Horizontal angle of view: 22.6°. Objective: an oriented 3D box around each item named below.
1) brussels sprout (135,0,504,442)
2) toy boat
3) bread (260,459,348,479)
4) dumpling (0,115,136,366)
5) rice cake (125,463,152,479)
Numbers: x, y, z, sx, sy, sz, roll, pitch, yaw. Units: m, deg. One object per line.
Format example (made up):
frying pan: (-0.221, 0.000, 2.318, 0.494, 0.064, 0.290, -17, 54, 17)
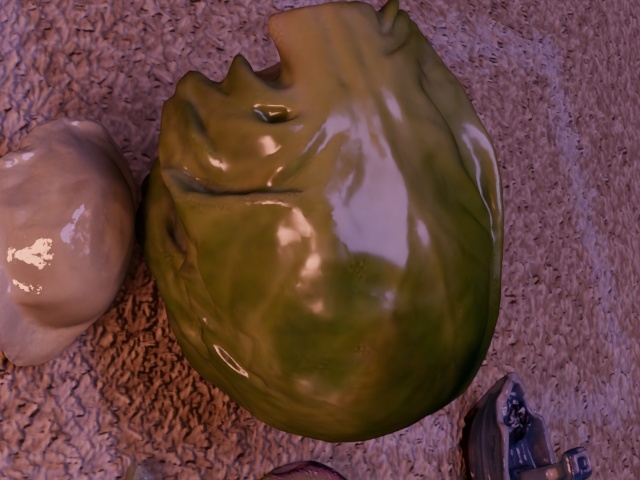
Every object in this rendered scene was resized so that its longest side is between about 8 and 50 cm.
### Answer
brussels sprout: (0.016, 0.011, 1.539, 0.342, 0.425, 0.361, -27, 73, -12)
toy boat: (0.264, 0.309, 1.918, 0.129, 0.142, 0.309, -3, 75, -51)
bread: (0.002, 0.343, 1.694, 0.228, 0.033, 0.228, 25, 54, -40)
dumpling: (-0.253, -0.008, 1.495, 0.162, 0.132, 0.250, 35, 65, -45)
rice cake: (-0.190, 0.267, 1.524, 0.022, 0.021, 0.121, 40, 45, -23)
